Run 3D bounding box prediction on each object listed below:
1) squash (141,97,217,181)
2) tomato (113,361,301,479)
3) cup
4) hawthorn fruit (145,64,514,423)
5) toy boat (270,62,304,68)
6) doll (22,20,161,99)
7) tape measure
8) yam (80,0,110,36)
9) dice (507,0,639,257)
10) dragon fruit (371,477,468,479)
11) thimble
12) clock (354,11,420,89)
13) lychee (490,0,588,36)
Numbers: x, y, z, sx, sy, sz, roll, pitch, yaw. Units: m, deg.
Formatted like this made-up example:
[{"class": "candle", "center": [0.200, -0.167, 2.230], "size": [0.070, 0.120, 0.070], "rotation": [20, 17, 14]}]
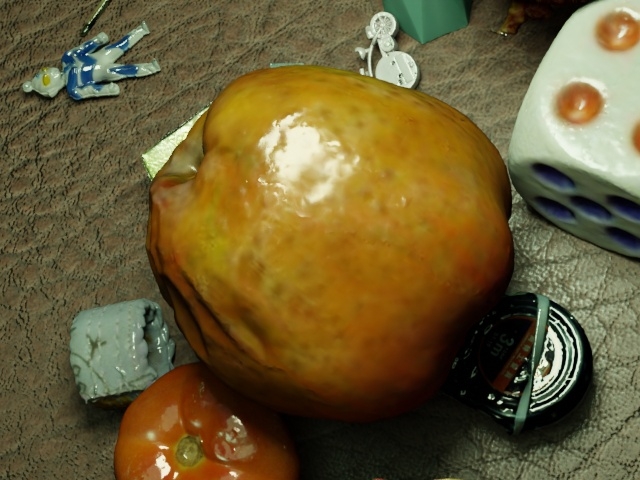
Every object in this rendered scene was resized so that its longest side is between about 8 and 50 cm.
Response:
[{"class": "squash", "center": [-0.153, -0.108, 1.686], "size": [0.192, 0.085, 0.184], "rotation": [-37, 99, -6]}, {"class": "tomato", "center": [-0.153, 0.294, 1.484], "size": [0.260, 0.180, 0.259], "rotation": [-5, 69, 14]}, {"class": "cup", "center": [0.140, -0.402, 1.613], "size": [0.134, 0.235, 0.148], "rotation": [3, 75, 17]}, {"class": "hawthorn fruit", "center": [0.000, 0.000, 1.394], "size": [0.472, 0.472, 0.471], "rotation": [-5, 71, 13]}, {"class": "toy boat", "center": [-0.053, -0.102, 1.626], "size": [0.210, 0.070, 0.291], "rotation": [35, 84, -7]}, {"class": "doll", "center": [-0.377, -0.277, 1.803], "size": [0.227, 0.057, 0.114], "rotation": [-20, 72, 5]}, {"class": "tape measure", "center": [0.265, 0.162, 1.460], "size": [0.181, 0.107, 0.182], "rotation": [34, 83, 25]}, {"class": "yam", "center": [-0.370, -0.386, 1.859], "size": [0.014, 0.014, 0.107], "rotation": [31, 82, 22]}, {"class": "dice", "center": [0.411, -0.146, 1.454], "size": [0.251, 0.243, 0.259], "rotation": [27, 78, 21]}, {"class": "dragon fruit", "center": [0.145, 0.389, 1.313], "size": [0.305, 0.305, 0.225], "rotation": [-9, 74, 12]}, {"class": "thimble", "center": [-0.281, 0.163, 1.590], "size": [0.118, 0.127, 0.151], "rotation": [-14, 74, 11]}, {"class": "clock", "center": [0.098, -0.278, 1.674], "size": [0.087, 0.041, 0.129], "rotation": [-18, 86, 17]}, {"class": "lychee", "center": [0.283, -0.408, 1.431], "size": [0.264, 0.264, 0.300], "rotation": [20, 117, 20]}]
